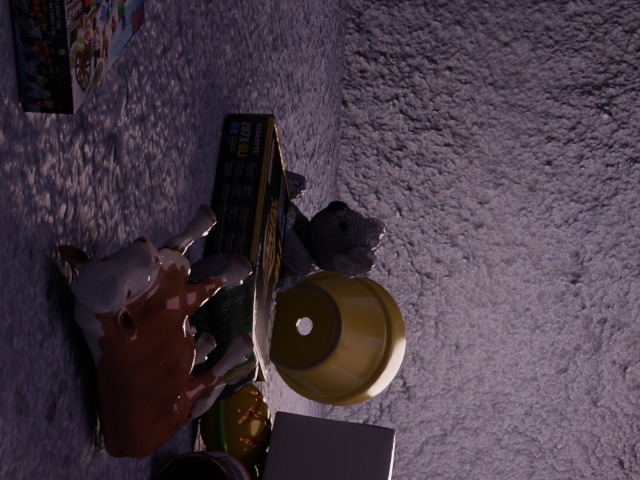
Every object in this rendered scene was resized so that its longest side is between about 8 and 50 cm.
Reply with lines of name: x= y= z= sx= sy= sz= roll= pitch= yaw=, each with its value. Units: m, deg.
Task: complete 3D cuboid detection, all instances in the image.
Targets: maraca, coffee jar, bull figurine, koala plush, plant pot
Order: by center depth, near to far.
bull figurine: x=-0.156 y=0.081 z=1.258 sx=0.188 sy=0.101 sz=0.310 roll=-33 pitch=148 yaw=-33
coffee jar: x=-0.129 y=0.114 z=1.714 sx=0.096 sy=0.079 sz=0.184 roll=-29 pitch=129 yaw=-44
maraca: x=-0.116 y=0.278 z=1.857 sx=0.127 sy=0.099 sz=0.186 roll=-15 pitch=99 yaw=-69
koala plush: x=0.000 y=0.000 z=2.261 sx=0.196 sy=0.221 sz=0.203 roll=-74 pitch=166 yaw=-66
plant pot: x=0.005 y=0.170 z=2.423 sx=0.239 sy=0.254 sz=0.254 roll=26 pitch=67 yaw=-68

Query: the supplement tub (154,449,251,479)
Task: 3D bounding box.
supplement tub: x=-0.143 y=0.316 z=1.656 sx=0.198 sy=0.106 sz=0.106 roll=61 pitch=33 yaw=-80

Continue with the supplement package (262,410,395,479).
supplement package: x=-0.002 y=0.412 z=1.832 sx=0.177 sy=0.175 sz=0.293 roll=90 pitch=9 yaw=-60

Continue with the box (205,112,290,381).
box: x=-0.108 y=0.015 z=1.946 sx=0.257 sy=0.079 sz=0.322 roll=86 pitch=10 yaw=-64

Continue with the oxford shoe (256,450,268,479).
oxford shoe: x=-0.119 y=0.345 z=1.950 sx=0.227 sy=0.096 sz=0.083 roll=-58 pitch=153 yaw=-74

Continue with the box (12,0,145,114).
box: x=-0.197 y=-0.221 z=1.092 sx=0.233 sy=0.044 sz=0.159 roll=-75 pitch=168 yaw=-62
